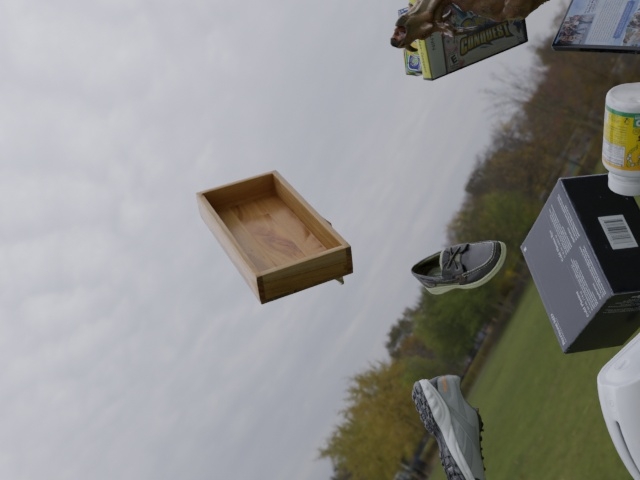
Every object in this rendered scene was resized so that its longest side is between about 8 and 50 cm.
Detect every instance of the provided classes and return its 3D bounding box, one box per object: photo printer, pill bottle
[{"bbox_3d":[0.584,0.252,1.208,0.307,0.256,0.107,-34,12,-23],"label":"photo printer"},{"bbox_3d":[0.631,-0.200,1.524,0.117,0.117,0.209,-48,-41,-45],"label":"pill bottle"}]

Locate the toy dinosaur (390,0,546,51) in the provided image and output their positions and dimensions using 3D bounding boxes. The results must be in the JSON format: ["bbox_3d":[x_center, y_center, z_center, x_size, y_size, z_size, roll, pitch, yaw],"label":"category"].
[{"bbox_3d":[0.261,-0.377,1.158,0.200,0.295,0.127,96,179,-49],"label":"toy dinosaur"}]

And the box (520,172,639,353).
[{"bbox_3d":[0.688,0.059,1.919,0.313,0.178,0.343,101,159,-56],"label":"box"}]

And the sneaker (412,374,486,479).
[{"bbox_3d":[0.272,0.380,1.427,0.107,0.272,0.100,-17,-17,-13],"label":"sneaker"}]

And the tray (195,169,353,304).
[{"bbox_3d":[-0.111,-0.020,1.636,0.202,0.411,0.076,-18,-56,-18],"label":"tray"}]

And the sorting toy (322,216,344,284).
[{"bbox_3d":[0.000,0.000,1.949,0.038,0.193,0.208,-24,-30,18],"label":"sorting toy"}]

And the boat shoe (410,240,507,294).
[{"bbox_3d":[0.252,0.047,1.417,0.223,0.073,0.080,-29,42,56],"label":"boat shoe"}]

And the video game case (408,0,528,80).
[{"bbox_3d":[0.306,-0.494,1.570,0.274,0.035,0.248,-25,-65,-21],"label":"video game case"}]

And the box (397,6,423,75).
[{"bbox_3d":[0.244,-0.512,1.942,0.059,0.054,0.169,-9,-89,-53],"label":"box"}]

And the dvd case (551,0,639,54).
[{"bbox_3d":[0.616,-0.461,1.538,0.022,0.253,0.180,33,-101,-45],"label":"dvd case"}]
